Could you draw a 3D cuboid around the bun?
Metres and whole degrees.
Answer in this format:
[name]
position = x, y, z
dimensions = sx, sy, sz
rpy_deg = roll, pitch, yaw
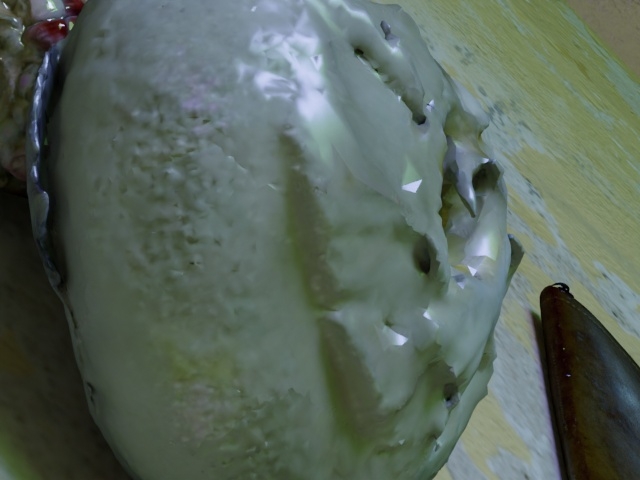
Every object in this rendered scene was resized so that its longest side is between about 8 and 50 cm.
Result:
[bun]
position = 0.000, 0.000, 0.576
dimensions = 0.239, 0.141, 0.239
rpy_deg = -8, 90, -66

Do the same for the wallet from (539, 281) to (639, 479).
[wallet]
position = 0.198, 0.131, 0.976
dimensions = 0.137, 0.031, 0.255
rpy_deg = 42, 21, -15

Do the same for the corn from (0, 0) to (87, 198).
[corn]
position = -0.082, -0.064, 0.699
dimensions = 0.092, 0.092, 0.280
rpy_deg = 51, 17, 13
